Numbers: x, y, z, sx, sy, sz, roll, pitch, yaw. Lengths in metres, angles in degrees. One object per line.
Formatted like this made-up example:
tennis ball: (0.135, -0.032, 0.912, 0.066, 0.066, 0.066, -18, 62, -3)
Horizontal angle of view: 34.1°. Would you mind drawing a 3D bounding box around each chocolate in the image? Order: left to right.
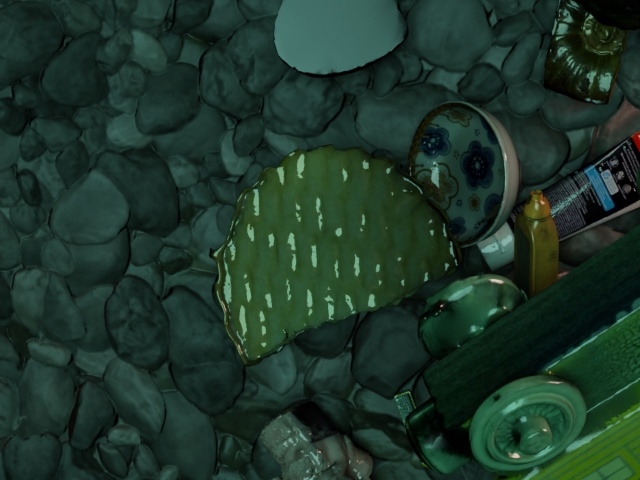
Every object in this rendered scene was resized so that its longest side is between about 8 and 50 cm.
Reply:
chocolate: (0.026, -0.225, 1.019, 0.125, 0.080, 0.149, 17, 92, -3)

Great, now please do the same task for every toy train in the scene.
toy train: (0.295, 0.092, 0.915, 0.442, 0.179, 0.272, -36, 126, 13)

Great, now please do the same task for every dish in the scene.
dish: (0.158, -0.065, 1.012, 0.078, 0.141, 0.141, -5, 99, -33)

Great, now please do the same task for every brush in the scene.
brush: (0.098, 0.198, 1.079, 0.018, 0.021, 0.083, -20, 93, 10)

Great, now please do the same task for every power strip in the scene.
power strip: (0.205, 0.027, 0.989, 0.028, 0.049, 0.178, -12, 126, -6)

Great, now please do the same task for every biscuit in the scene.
biscuit: (0.000, 0.000, 1.046, 0.273, 0.036, 0.187, -23, 84, 26)

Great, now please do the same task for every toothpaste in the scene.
toothpaste: (0.244, -0.030, 1.017, 0.193, 0.045, 0.071, -29, 99, 8)

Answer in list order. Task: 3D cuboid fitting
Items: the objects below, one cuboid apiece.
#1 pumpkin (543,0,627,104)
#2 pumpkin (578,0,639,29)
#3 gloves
pumpkin: (0.255, -0.186, 1.002, 0.073, 0.035, 0.101, 17, 103, 20)
pumpkin: (0.349, -0.313, 0.864, 0.320, 0.192, 0.321, 2, 115, 5)
gloves: (-0.006, 0.238, 1.067, 0.094, 0.110, 0.144, -33, 60, 20)
